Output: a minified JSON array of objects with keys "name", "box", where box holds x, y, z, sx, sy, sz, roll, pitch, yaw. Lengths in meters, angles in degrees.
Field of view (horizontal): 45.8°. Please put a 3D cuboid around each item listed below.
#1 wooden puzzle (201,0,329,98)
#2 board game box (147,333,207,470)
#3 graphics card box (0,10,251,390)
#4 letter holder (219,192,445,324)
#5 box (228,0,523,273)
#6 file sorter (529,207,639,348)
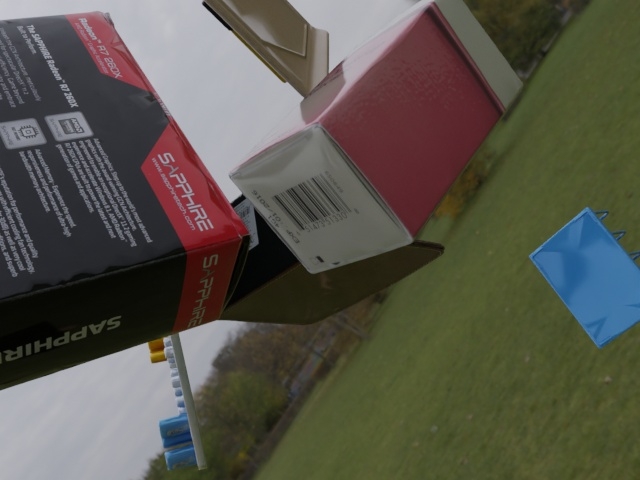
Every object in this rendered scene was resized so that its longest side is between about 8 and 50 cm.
[{"name":"wooden puzzle","box":[-0.087,-0.312,1.056,0.044,0.238,0.221,-39,29,28]},{"name":"board game box","box":[-0.238,0.056,1.038,0.390,0.050,0.390,-137,36,-69]},{"name":"graphics card box","box":[-0.257,-0.013,0.421,0.370,0.233,0.094,-16,-32,-33]},{"name":"letter holder","box":[0.000,0.000,1.089,0.214,0.152,0.301,11,-32,-40]},{"name":"box","box":[0.054,-0.100,0.689,0.148,0.127,0.232,-21,25,52]},{"name":"file sorter","box":[0.427,0.051,1.132,0.104,0.170,0.118,-6,-34,-49]}]
